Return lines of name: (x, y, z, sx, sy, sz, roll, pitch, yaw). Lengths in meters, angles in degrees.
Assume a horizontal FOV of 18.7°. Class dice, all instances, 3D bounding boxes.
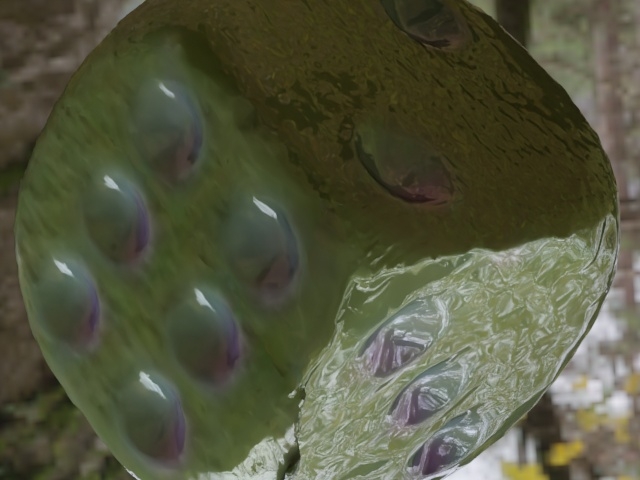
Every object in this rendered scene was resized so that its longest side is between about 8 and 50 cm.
dice: (0.000, 0.000, 1.109, 0.250, 0.252, 0.254, -13, -126, -45)
